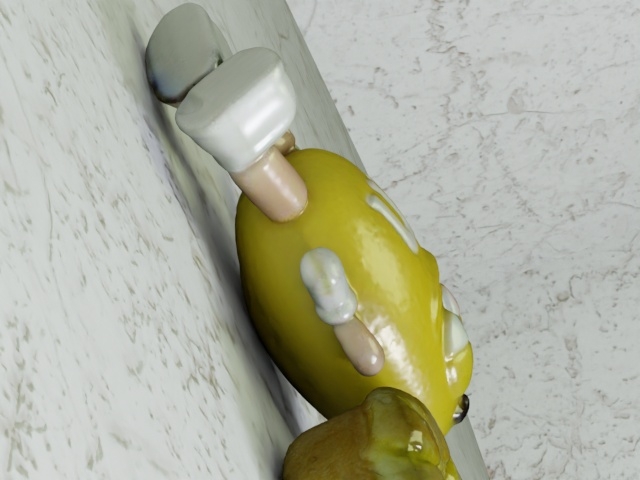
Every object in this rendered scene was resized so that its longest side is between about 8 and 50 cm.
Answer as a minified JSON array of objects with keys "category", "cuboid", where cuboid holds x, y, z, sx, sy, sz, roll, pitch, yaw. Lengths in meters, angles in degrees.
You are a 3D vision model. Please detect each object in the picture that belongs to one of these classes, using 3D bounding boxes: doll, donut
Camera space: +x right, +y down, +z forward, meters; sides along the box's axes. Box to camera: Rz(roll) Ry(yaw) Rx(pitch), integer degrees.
[{"category":"doll","cuboid":[-0.011,-0.011,1.480,0.423,0.161,0.348,50,14,-56]},{"category":"donut","cuboid":[0.060,0.231,1.361,0.261,0.128,0.208,62,8,-51]}]
